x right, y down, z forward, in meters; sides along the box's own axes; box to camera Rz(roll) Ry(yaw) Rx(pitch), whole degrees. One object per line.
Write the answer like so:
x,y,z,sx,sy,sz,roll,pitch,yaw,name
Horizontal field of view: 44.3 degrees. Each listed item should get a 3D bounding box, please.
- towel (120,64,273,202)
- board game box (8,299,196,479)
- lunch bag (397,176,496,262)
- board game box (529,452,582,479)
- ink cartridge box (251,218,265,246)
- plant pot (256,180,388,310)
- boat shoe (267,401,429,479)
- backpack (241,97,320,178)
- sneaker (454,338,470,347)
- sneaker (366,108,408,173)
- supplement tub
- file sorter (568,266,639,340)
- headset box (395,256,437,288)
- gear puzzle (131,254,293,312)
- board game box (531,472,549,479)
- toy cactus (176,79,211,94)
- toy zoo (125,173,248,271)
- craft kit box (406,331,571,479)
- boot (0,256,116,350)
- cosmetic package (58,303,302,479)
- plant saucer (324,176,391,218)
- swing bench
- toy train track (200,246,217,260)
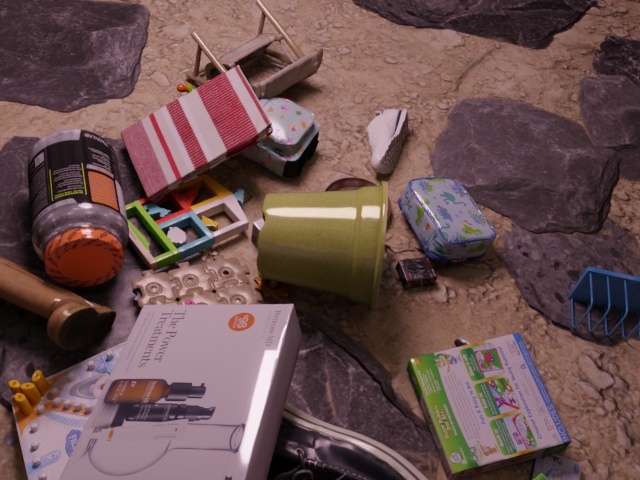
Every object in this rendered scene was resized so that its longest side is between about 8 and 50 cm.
-0.290,-0.252,1.828,0.329,0.037,0.237,-30,57,1,towel
-0.327,0.296,1.364,0.390,0.050,0.390,-25,39,-14,board game box
0.299,-0.050,1.853,0.176,0.090,0.219,-7,51,-31,lunch bag
0.453,0.457,1.518,0.090,0.020,0.090,20,50,8,board game box
-0.102,-0.033,1.792,0.115,0.062,0.029,-25,59,-28,ink cartridge box
0.000,0.000,1.659,0.254,0.276,0.276,6,50,1,plant pot
-0.018,0.404,1.374,0.500,0.186,0.156,23,52,17,boat shoe
-0.112,-0.263,1.932,0.189,0.144,0.165,23,55,12,backpack
0.309,0.242,1.661,0.035,0.031,0.083,-27,60,-28,sneaker
0.159,-0.256,2.025,0.095,0.090,0.235,10,45,15,sneaker
-0.510,-0.068,1.653,0.194,0.193,0.316,-7,49,-16,supplement tub
0.657,0.148,1.750,0.170,0.118,0.104,12,52,0,file sorter
0.214,0.073,1.784,0.083,0.032,0.062,-5,52,-17,headset box
-0.221,0.114,1.668,0.339,0.044,0.175,-12,52,-23,gear puzzle
0.257,0.630,1.117,0.357,0.356,0.356,-24,59,-27,board game box
-0.276,-0.315,1.944,0.219,0.112,0.180,-7,81,31,toy cactus
-0.299,-0.054,1.784,0.293,0.030,0.192,-26,55,-28,toy zoo
0.328,0.324,1.559,0.247,0.061,0.249,-9,56,-13,craft kit box
-0.556,0.114,1.508,0.270,0.236,0.089,25,86,7,boot
-0.205,0.261,1.258,0.285,0.097,0.377,0,39,12,cosmetic package
0.086,-0.083,1.892,0.169,0.029,0.168,5,51,-7,plant saucer
-0.174,-0.466,2.079,0.255,0.165,0.253,42,55,16,swing bench
-0.270,0.018,1.751,0.083,0.014,0.048,16,50,3,toy train track
